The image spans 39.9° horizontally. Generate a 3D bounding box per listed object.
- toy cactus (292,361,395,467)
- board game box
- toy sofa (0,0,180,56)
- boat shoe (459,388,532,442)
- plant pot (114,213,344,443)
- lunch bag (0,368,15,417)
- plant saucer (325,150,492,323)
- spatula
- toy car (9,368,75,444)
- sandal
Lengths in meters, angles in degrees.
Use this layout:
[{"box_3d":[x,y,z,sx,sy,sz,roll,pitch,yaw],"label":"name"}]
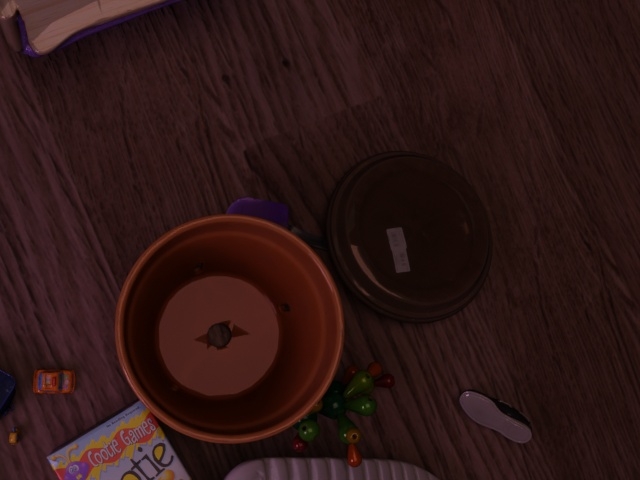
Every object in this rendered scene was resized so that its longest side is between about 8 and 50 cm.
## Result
[{"box_3d":[0.002,0.241,1.251,0.181,0.219,0.112,-4,109,28],"label":"toy cactus"},{"box_3d":[-0.229,0.363,1.175,0.144,0.142,0.275,-31,89,-15],"label":"board game box"},{"box_3d":[-0.293,-0.381,1.279,0.363,0.150,0.177,-25,92,-15],"label":"toy sofa"},{"box_3d":[0.270,0.263,1.353,0.125,0.038,0.046,29,118,-1],"label":"boat shoe"},{"box_3d":[-0.129,0.125,1.202,0.291,0.203,0.290,2,79,-11],"label":"plant pot"},{"box_3d":[-0.459,0.205,1.192,0.098,0.065,0.067,32,60,-5],"label":"lunch bag"},{"box_3d":[0.144,-0.012,1.350,0.278,0.041,0.277,5,74,-17],"label":"plant saucer"},{"box_3d":[0.000,0.000,1.339,0.297,0.030,0.084,13,73,-13],"label":"spatula"},{"box_3d":[-0.383,0.231,1.216,0.060,0.040,0.122,20,77,-8],"label":"toy car"},{"box_3d":[0.043,0.389,1.254,0.417,0.102,0.169,21,62,-22],"label":"sandal"}]
